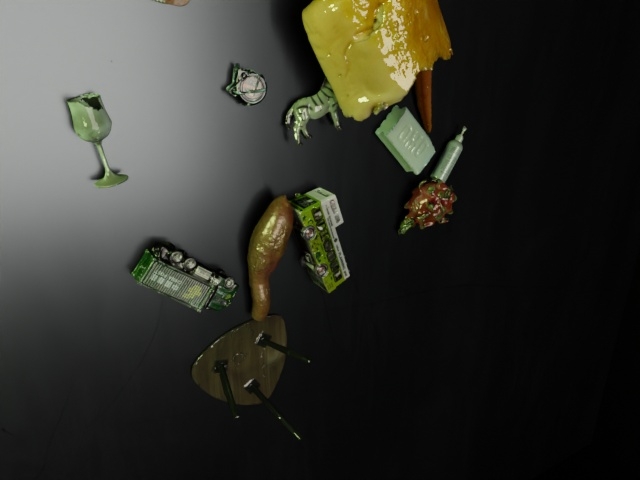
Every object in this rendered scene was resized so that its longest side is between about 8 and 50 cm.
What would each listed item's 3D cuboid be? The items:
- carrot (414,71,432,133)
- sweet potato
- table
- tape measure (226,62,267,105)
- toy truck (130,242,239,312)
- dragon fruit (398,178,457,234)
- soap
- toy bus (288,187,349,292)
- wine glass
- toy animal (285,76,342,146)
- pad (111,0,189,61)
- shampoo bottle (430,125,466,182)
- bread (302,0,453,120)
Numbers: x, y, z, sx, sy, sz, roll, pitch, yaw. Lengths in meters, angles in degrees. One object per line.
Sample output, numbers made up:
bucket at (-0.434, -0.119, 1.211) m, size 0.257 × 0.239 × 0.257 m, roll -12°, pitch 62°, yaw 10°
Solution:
carrot at (0.308, -0.477, 1.628) m, size 0.069 × 0.069 × 0.336 m, roll -28°, pitch 128°, yaw -22°
sweet potato at (-0.155, 0.054, 1.504) m, size 0.109 × 0.109 × 0.385 m, roll 3°, pitch 114°, yaw -34°
table at (-0.180, 0.413, 1.535) m, size 0.317 × 0.249 × 0.317 m, roll -13°, pitch 115°, yaw -29°
tape measure at (-0.182, -0.382, 1.338) m, size 0.094 × 0.054 × 0.091 m, roll 19°, pitch 99°, yaw -31°
toy truck at (-0.344, 0.101, 1.405) m, size 0.259 × 0.088 × 0.121 m, roll 32°, pitch 88°, yaw -37°
dragon fruit at (0.343, -0.100, 1.764) m, size 0.137 × 0.135 × 0.236 m, roll 13°, pitch 122°, yaw -35°
soap at (0.267, -0.307, 1.659) m, size 0.198 × 0.063 × 0.115 m, roll 41°, pitch 83°, yaw -38°
toy bus at (0.000, 0.000, 1.582) m, size 0.139 × 0.113 × 0.302 m, roll -31°, pitch 126°, yaw -20°
wine glass at (-0.490, -0.220, 1.183) m, size 0.079 × 0.079 × 0.196 m, roll -23°, pitch 121°, yaw -24°
toy animal at (-0.006, -0.371, 1.451) m, size 0.216 × 0.073 × 0.176 m, roll -29°, pitch 115°, yaw -15°
pad at (-0.389, -0.525, 1.141) m, size 0.249 × 0.055 × 0.323 m, roll -1°, pitch 92°, yaw -34°
shampoo bottle at (0.434, -0.287, 1.783) m, size 0.056 × 0.056 × 0.195 m, roll 27°, pitch 93°, yaw -38°
bread at (0.152, -0.546, 1.332) m, size 0.361 × 0.250 × 0.394 m, roll -48°, pitch 129°, yaw -30°
